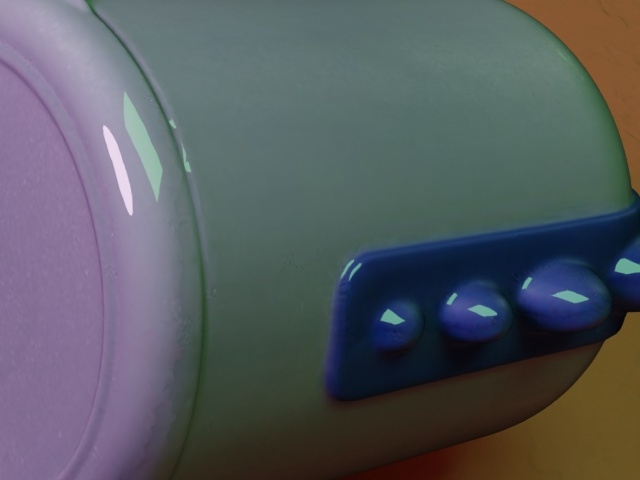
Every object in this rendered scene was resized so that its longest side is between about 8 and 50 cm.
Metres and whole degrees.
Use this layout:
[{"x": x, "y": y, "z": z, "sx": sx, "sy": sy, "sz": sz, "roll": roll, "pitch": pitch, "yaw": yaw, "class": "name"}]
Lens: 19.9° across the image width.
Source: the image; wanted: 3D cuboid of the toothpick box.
[{"x": 0.000, "y": 0.000, "z": 0.838, "sx": 0.354, "sy": 0.263, "sz": 0.263, "roll": -8, "pitch": 50, "yaw": -41, "class": "toothpick box"}]
